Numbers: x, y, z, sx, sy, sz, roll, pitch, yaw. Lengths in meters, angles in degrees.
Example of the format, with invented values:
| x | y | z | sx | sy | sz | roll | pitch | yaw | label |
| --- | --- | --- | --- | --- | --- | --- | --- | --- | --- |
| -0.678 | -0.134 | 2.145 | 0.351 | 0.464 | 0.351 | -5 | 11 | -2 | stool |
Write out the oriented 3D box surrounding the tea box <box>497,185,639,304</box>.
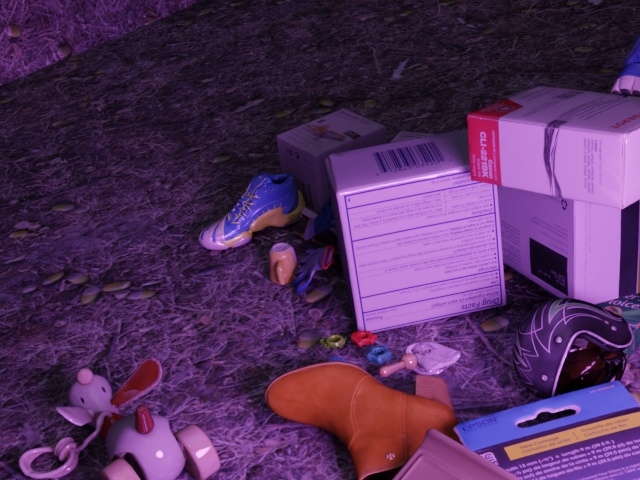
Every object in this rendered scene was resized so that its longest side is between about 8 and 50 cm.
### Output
| x | y | z | sx | sy | sz | roll | pitch | yaw | label |
| --- | --- | --- | --- | --- | --- | --- | --- | --- | --- |
| 0.484 | -0.067 | 1.855 | 0.324 | 0.219 | 0.329 | -12 | 22 | -19 | tea box |

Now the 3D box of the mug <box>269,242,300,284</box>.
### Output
| x | y | z | sx | sy | sz | roll | pitch | yaw | label |
| --- | --- | --- | --- | --- | --- | --- | --- | --- | --- |
| -0.067 | 0.043 | 2.041 | 0.062 | 0.064 | 0.078 | -21 | 32 | -20 | mug |

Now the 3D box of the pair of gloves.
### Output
| x | y | z | sx | sy | sz | roll | pitch | yaw | label |
| --- | --- | --- | --- | --- | --- | --- | --- | --- | --- |
| 0.000 | 0.000 | 1.983 | 0.159 | 0.023 | 0.198 | -33 | 37 | 59 | pair of gloves |

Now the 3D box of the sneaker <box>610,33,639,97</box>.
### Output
| x | y | z | sx | sy | sz | roll | pitch | yaw | label |
| --- | --- | --- | --- | --- | --- | --- | --- | --- | --- |
| 0.595 | -0.261 | 1.760 | 0.130 | 0.147 | 0.330 | 20 | 4 | 37 | sneaker |

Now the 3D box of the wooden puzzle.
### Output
| x | y | z | sx | sy | sz | roll | pitch | yaw | label |
| --- | --- | --- | --- | --- | --- | --- | --- | --- | --- |
| 0.132 | 0.366 | 1.321 | 0.238 | 0.044 | 0.221 | -52 | 30 | -10 | wooden puzzle |

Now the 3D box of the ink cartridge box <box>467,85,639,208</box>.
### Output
| x | y | z | sx | sy | sz | roll | pitch | yaw | label |
| --- | --- | --- | --- | --- | --- | --- | --- | --- | --- |
| 0.390 | -0.148 | 1.626 | 0.197 | 0.114 | 0.273 | -24 | 27 | -39 | ink cartridge box |

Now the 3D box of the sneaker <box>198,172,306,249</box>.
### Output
| x | y | z | sx | sy | sz | roll | pitch | yaw | label |
| --- | --- | --- | --- | --- | --- | --- | --- | --- | --- |
| -0.147 | -0.072 | 2.202 | 0.240 | 0.126 | 0.091 | -23 | 32 | -22 | sneaker |

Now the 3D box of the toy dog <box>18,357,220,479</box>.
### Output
| x | y | z | sx | sy | sz | roll | pitch | yaw | label |
| --- | --- | --- | --- | --- | --- | --- | --- | --- | --- |
| -0.303 | 0.268 | 1.619 | 0.334 | 0.160 | 0.220 | 11 | 35 | 33 | toy dog |

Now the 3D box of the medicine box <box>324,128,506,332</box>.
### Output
| x | y | z | sx | sy | sz | roll | pitch | yaw | label |
| --- | --- | --- | --- | --- | --- | --- | --- | --- | --- |
| 0.163 | -0.013 | 1.840 | 0.264 | 0.289 | 0.149 | -11 | 30 | -3 | medicine box |

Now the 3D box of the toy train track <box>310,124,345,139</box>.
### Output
| x | y | z | sx | sy | sz | roll | pitch | yaw | label |
| --- | --- | --- | --- | --- | --- | --- | --- | --- | --- |
| 0.014 | -0.219 | 2.219 | 0.083 | 0.014 | 0.048 | 22 | 35 | 33 | toy train track |

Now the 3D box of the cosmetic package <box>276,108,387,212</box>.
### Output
| x | y | z | sx | sy | sz | roll | pitch | yaw | label |
| --- | --- | --- | --- | --- | --- | --- | --- | --- | --- |
| 0.030 | -0.167 | 2.289 | 0.184 | 0.151 | 0.151 | -26 | 35 | -27 | cosmetic package |

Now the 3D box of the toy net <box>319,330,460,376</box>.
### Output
| x | y | z | sx | sy | sz | roll | pitch | yaw | label |
| --- | --- | --- | --- | --- | --- | --- | --- | --- | --- |
| 0.111 | 0.194 | 1.747 | 0.232 | 0.045 | 0.122 | -3 | 28 | 8 | toy net |

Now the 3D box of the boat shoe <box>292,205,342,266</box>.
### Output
| x | y | z | sx | sy | sz | roll | pitch | yaw | label |
| --- | --- | --- | --- | --- | --- | --- | --- | --- | --- |
| 0.030 | 0.010 | 2.069 | 0.081 | 0.068 | 0.228 | 21 | 11 | -44 | boat shoe |

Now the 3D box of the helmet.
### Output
| x | y | z | sx | sy | sz | roll | pitch | yaw | label |
| --- | --- | --- | --- | --- | --- | --- | --- | --- | --- |
| 0.365 | 0.165 | 1.601 | 0.162 | 0.169 | 0.169 | 5 | 29 | -5 | helmet |

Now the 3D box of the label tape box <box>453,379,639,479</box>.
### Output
| x | y | z | sx | sy | sz | roll | pitch | yaw | label |
| --- | --- | --- | --- | --- | --- | --- | --- | --- | --- |
| 0.338 | 0.340 | 1.354 | 0.249 | 0.115 | 0.347 | -14 | 28 | -6 | label tape box |

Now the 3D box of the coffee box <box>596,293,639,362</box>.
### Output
| x | y | z | sx | sy | sz | roll | pitch | yaw | label |
| --- | --- | --- | --- | --- | --- | --- | --- | --- | --- |
| 0.477 | 0.126 | 1.753 | 0.113 | 0.040 | 0.184 | 12 | 35 | 36 | coffee box |

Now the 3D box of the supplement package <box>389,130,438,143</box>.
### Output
| x | y | z | sx | sy | sz | roll | pitch | yaw | label |
| --- | --- | --- | --- | --- | --- | --- | --- | --- | --- |
| 0.178 | -0.104 | 2.150 | 0.134 | 0.139 | 0.244 | 8 | 33 | 27 | supplement package |

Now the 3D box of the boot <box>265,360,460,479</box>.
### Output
| x | y | z | sx | sy | sz | roll | pitch | yaw | label |
| --- | --- | --- | --- | --- | --- | --- | --- | --- | --- |
| 0.054 | 0.275 | 1.558 | 0.295 | 0.104 | 0.211 | -1 | 30 | 7 | boot |
